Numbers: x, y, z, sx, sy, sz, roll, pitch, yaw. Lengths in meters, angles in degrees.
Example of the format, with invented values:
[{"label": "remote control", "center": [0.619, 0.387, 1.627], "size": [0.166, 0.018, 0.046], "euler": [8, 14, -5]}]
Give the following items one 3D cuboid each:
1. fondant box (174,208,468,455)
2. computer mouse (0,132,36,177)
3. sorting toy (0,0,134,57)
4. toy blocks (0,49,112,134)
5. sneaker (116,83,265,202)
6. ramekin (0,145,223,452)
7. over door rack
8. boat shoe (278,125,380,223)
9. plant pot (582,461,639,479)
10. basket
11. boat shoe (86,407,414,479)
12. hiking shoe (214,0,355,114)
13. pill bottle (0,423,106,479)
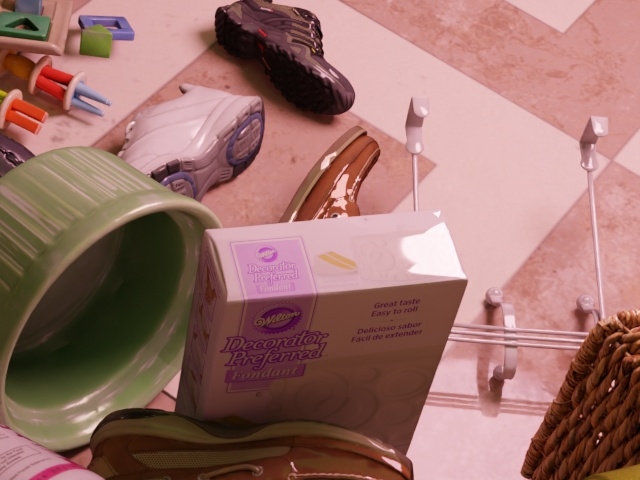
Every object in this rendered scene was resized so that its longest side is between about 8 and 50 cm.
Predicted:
[{"label": "fondant box", "center": [-0.009, 0.115, 1.727], "size": [0.238, 0.330, 0.096], "euler": [-5, 51, -15]}, {"label": "computer mouse", "center": [-0.329, -0.072, 2.014], "size": [0.242, 0.041, 0.071], "euler": [25, 48, 9]}, {"label": "sorting toy", "center": [-0.401, -0.285, 2.129], "size": [0.347, 0.047, 0.196], "euler": [6, 25, -6]}, {"label": "toy blocks", "center": [-0.339, -0.171, 2.088], "size": [0.148, 0.054, 0.123], "euler": [25, 49, 9]}, {"label": "sneaker", "center": [-0.186, -0.091, 2.033], "size": [0.129, 0.111, 0.297], "euler": [22, 38, 23]}, {"label": "ramekin", "center": [-0.252, 0.051, 1.760], "size": [0.148, 0.303, 0.303], "euler": [37, 52, 28]}, {"label": "over door rack", "center": [0.212, 0.009, 1.996], "size": [0.239, 0.108, 0.324], "euler": [5, 70, -7]}, {"label": "boat shoe", "center": [0.000, 0.000, 1.988], "size": [0.104, 0.111, 0.307], "euler": [30, 60, 9]}, {"label": "plant pot", "center": [0.169, 0.390, 1.518], "size": [0.353, 0.366, 0.366], "euler": [-6, 51, -12]}, {"label": "basket", "center": [0.379, 0.191, 1.764], "size": [0.213, 0.299, 0.223], "euler": [-27, 60, -31]}, {"label": "boat shoe", "center": [-0.073, 0.248, 1.668], "size": [0.324, 0.122, 0.120], "euler": [3, 48, 11]}, {"label": "hiking shoe", "center": [-0.026, -0.249, 2.201], "size": [0.227, 0.086, 0.114], "euler": [39, 56, 22]}, {"label": "pill bottle", "center": [-0.339, 0.242, 1.622], "size": [0.283, 0.160, 0.160], "euler": [21, 46, 31]}]
